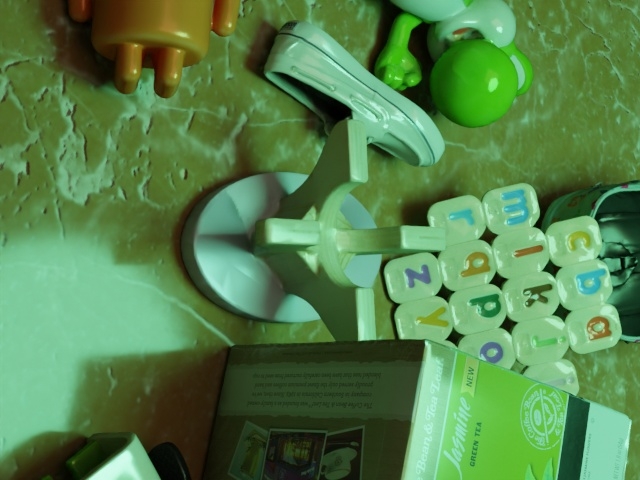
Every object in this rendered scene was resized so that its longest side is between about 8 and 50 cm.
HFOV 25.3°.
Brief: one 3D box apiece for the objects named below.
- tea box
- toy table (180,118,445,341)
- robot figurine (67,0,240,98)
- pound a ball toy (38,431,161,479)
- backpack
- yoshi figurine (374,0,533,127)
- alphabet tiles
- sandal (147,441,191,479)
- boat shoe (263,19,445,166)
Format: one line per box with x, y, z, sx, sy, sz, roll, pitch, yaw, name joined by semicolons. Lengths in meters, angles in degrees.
0.097;0.251;1.542;0.323;0.329;0.220;22;72;-37;tea box
0.000;0.000;1.603;0.274;0.161;0.252;-13;93;-39;toy table
-0.177;-0.265;1.509;0.128;0.158;0.219;21;70;-60;robot figurine
-0.196;0.379;1.410;0.208;0.136;0.319;-36;107;-37;pound a ball toy
0.404;0.030;1.913;0.253;0.191;0.225;-7;91;-40;backpack
0.145;-0.278;1.751;0.362;0.203;0.203;46;74;-29;yoshi figurine
0.227;0.078;1.783;0.278;0.021;0.284;-14;94;-4;alphabet tiles
-0.140;0.294;1.514;0.040;0.067;0.179;-30;105;-49;sandal
0.036;-0.153;1.706;0.258;0.095;0.084;36;67;-20;boat shoe
